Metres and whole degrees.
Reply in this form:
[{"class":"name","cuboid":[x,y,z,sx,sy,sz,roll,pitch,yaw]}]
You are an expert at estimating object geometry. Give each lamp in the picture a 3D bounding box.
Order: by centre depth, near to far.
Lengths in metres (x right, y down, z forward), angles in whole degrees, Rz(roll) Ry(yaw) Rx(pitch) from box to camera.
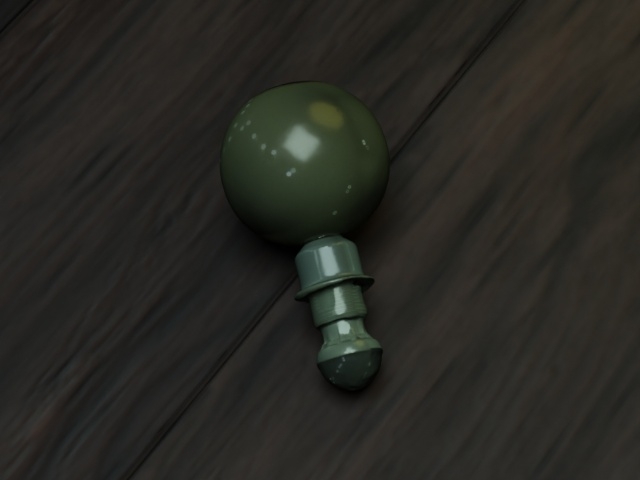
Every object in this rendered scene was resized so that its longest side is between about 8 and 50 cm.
[{"class":"lamp","cuboid":[0.000,0.000,0.805,0.091,0.091,0.163,-12,77,-1]}]
